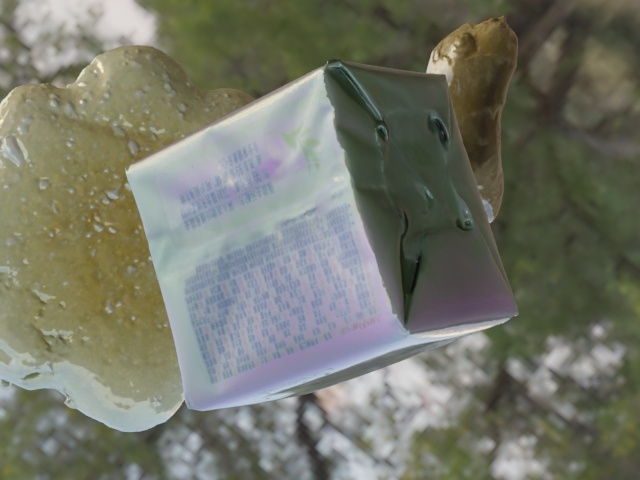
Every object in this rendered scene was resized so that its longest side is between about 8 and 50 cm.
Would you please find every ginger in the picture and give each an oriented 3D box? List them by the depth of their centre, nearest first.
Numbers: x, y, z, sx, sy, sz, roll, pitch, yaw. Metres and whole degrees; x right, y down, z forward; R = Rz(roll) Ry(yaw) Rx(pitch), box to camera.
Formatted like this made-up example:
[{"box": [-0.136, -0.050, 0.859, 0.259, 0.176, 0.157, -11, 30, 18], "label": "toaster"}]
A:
[{"box": [0.123, -0.097, 1.634, 0.095, 0.190, 0.069, 3, -172, -29], "label": "ginger"}]

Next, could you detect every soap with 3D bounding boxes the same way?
[{"box": [0.000, 0.000, 1.286, 0.138, 0.199, 0.182, -2, -107, -52], "label": "soap"}]

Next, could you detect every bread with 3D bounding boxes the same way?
[{"box": [-0.148, 0.000, 1.539, 0.316, 0.316, 0.054, 37, 169, -6], "label": "bread"}]
